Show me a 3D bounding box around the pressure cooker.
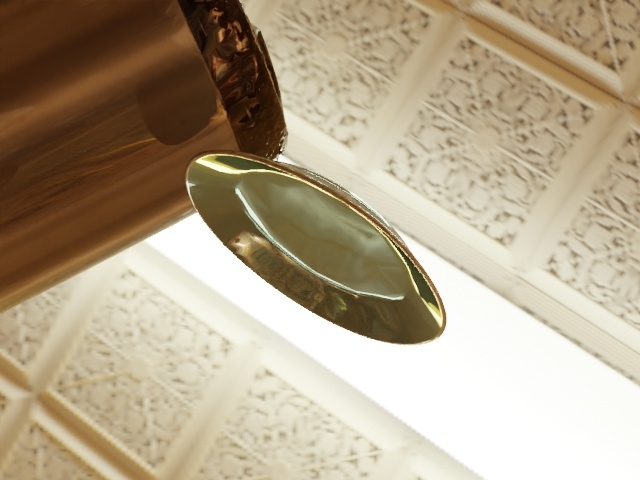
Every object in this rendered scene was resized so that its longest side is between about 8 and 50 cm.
[{"bbox_3d":[-0.276,-0.121,1.122,0.420,0.370,0.375,-28,-115,-5],"label":"pressure cooker"}]

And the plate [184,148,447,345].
[{"bbox_3d":[0.000,0.000,0.958,0.188,0.188,0.024,23,-114,23],"label":"plate"}]
